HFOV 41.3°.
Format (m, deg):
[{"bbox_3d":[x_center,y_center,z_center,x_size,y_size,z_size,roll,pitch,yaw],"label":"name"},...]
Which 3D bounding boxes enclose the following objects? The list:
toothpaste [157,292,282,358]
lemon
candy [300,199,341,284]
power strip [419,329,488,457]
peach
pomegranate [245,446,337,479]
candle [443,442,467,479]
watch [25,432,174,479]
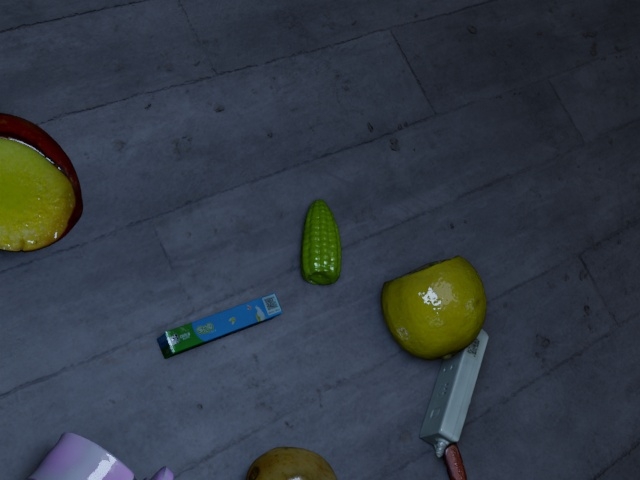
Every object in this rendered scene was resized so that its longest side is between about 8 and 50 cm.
[{"bbox_3d":[-0.208,0.178,1.789,0.266,0.065,0.050,-18,83,-32],"label":"toothpaste"},{"bbox_3d":[0.264,0.162,1.937,0.240,0.240,0.219,-17,87,-31],"label":"lemon"},{"bbox_3d":[0.000,0.000,1.952,0.096,0.097,0.210,10,61,-23],"label":"candy"},{"bbox_3d":[0.308,0.342,1.965,0.058,0.098,0.338,31,60,-15],"label":"power strip"},{"bbox_3d":[-0.579,-0.114,1.612,0.274,0.248,0.245,32,37,-17],"label":"peach"},{"bbox_3d":[-0.049,0.501,1.679,0.196,0.196,0.196,10,67,-23],"label":"pomegranate"},{"bbox_3d":[0.316,0.538,1.923,0.053,0.048,0.162,0,70,-47],"label":"candle"},{"bbox_3d":[-0.400,0.448,1.480,0.217,0.248,0.211,39,59,-5],"label":"watch"}]
